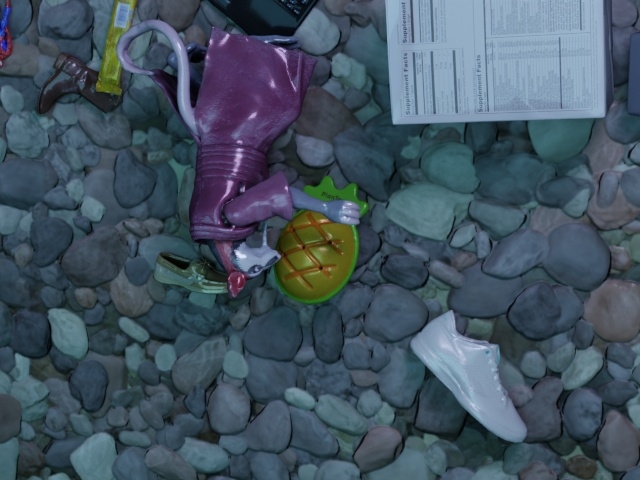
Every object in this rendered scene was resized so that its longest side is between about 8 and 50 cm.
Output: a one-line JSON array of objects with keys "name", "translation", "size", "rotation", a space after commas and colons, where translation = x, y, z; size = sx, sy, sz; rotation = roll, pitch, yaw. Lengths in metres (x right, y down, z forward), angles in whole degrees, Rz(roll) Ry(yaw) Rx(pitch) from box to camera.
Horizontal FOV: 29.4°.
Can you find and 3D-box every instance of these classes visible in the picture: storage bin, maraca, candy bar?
[{"name": "storage bin", "translation": [0.444, -0.212, 1.564], "size": [0.091, 0.098, 0.135], "rotation": [5, 104, 26]}, {"name": "maraca", "translation": [0.000, 0.000, 1.736], "size": [0.127, 0.099, 0.185], "rotation": [18, 85, 21]}, {"name": "candy bar", "translation": [-0.295, -0.293, 1.781], "size": [0.040, 0.018, 0.161], "rotation": [14, 96, 10]}]

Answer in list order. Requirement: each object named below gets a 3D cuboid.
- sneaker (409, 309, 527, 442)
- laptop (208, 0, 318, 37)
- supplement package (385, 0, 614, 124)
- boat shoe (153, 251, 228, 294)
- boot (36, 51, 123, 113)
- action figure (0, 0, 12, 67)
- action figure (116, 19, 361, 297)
[{"name": "sneaker", "translation": [0.229, 0.191, 1.726], "size": [0.094, 0.080, 0.212], "rotation": [-45, 86, 8]}, {"name": "laptop", "translation": [-0.090, -0.419, 1.643], "size": [0.234, 0.136, 0.264], "rotation": [41, 110, 5]}, {"name": "supplement package", "translation": [0.233, -0.258, 1.552], "size": [0.263, 0.199, 0.198], "rotation": [-1, 102, 16]}, {"name": "boat shoe", "translation": [-0.187, 0.048, 1.822], "size": [0.135, 0.050, 0.045], "rotation": [10, 110, 14]}, {"name": "boot", "translation": [-0.358, -0.212, 1.822], "size": [0.114, 0.037, 0.106], "rotation": [29, 107, 4]}, {"name": "action figure", "translation": [-0.484, -0.318, 1.838], "size": [0.038, 0.030, 0.115], "rotation": [5, 106, 10]}, {"name": "action figure", "translation": [-0.118, -0.107, 1.635], "size": [0.248, 0.276, 0.370], "rotation": [-16, 65, 48]}]
